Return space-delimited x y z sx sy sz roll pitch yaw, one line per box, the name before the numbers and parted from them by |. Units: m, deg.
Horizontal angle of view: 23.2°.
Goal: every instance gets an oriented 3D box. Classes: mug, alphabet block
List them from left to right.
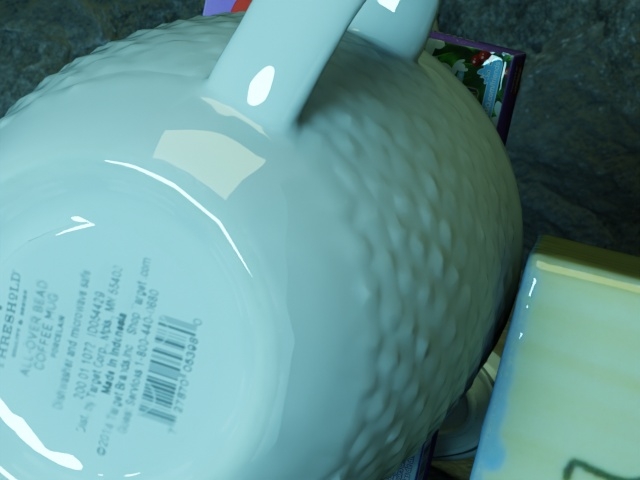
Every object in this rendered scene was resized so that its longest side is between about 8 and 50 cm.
mug | -0.032 -0.021 0.798 0.276 0.374 0.328 30 15 9
alphabet block | 0.198 0.112 0.917 0.197 0.192 0.193 15 8 8

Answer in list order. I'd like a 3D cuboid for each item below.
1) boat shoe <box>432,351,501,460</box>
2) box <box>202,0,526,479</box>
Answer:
boat shoe | 0.012 0.096 1.106 0.268 0.096 0.088 17 11 37
box | 0.000 0.000 1.000 0.201 0.293 0.057 15 12 14
